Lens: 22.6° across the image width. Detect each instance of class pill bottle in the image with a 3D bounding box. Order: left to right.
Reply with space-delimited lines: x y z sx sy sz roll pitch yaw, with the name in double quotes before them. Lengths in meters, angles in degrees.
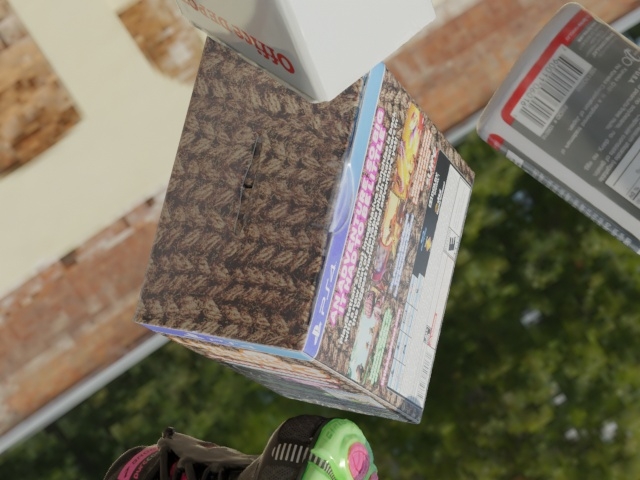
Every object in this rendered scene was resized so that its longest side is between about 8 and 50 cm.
"pill bottle" 0.306 -0.085 1.529 0.161 0.283 0.161 -52 173 -9

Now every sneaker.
"sneaker" -0.105 0.264 1.432 0.185 0.202 0.483 -57 -175 -34

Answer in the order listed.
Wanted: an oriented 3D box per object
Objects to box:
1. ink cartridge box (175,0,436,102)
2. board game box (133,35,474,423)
"ink cartridge box" -0.052 -0.253 1.081 0.114 0.273 0.197 -37 -137 -16
"board game box" 0.000 0.000 1.292 0.141 0.232 0.291 8 166 23
